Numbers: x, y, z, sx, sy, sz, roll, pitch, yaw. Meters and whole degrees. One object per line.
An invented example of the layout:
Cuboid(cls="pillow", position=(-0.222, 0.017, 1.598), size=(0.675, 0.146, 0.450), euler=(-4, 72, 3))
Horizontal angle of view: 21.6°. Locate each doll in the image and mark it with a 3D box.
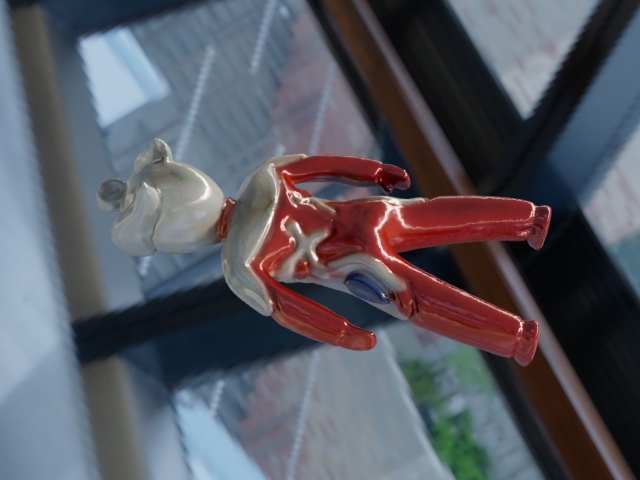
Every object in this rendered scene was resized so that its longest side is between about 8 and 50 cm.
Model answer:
Cuboid(cls="doll", position=(0.000, 0.000, 1.403), size=(0.099, 0.384, 0.188), euler=(104, 0, -52))
